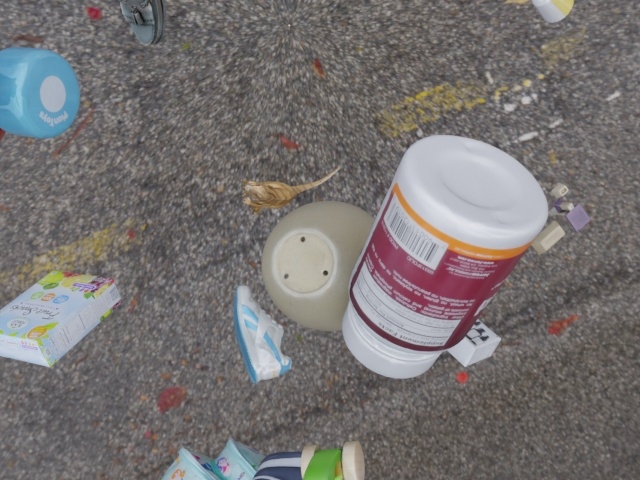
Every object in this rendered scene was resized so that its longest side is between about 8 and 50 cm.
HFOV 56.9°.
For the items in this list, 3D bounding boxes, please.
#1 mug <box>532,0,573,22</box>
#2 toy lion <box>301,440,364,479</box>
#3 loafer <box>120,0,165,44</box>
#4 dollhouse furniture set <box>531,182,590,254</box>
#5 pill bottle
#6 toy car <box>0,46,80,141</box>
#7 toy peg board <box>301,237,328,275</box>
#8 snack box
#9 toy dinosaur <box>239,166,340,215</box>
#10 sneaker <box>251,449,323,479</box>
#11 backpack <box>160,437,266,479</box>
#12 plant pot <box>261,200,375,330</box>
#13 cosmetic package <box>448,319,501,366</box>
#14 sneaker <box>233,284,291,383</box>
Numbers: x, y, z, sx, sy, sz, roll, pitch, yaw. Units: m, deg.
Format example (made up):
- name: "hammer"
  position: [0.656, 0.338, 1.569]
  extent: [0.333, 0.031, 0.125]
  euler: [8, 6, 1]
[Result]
- name: "mug"
  position: [0.433, -0.456, 1.101]
  extent: [0.064, 0.062, 0.078]
  euler: [15, 123, -40]
- name: "toy lion"
  position: [0.005, 0.163, 0.291]
  extent: [0.034, 0.096, 0.100]
  euler: [-9, 92, 13]
- name: "loafer"
  position: [-0.391, -0.537, 1.226]
  extent: [0.096, 0.084, 0.267]
  euler: [9, 123, 14]
- name: "dollhouse furniture set"
  position: [0.423, -0.040, 1.118]
  extent: [0.114, 0.081, 0.091]
  euler: [-41, 103, -4]
- name: "pill bottle"
  position: [0.177, 0.045, 0.969]
  extent: [0.224, 0.224, 0.392]
  euler: [12, 134, -7]
- name: "toy car"
  position: [-0.345, -0.052, 0.463]
  extent: [0.219, 0.210, 0.237]
  euler: [9, 94, 15]
- name: "toy peg board"
  position: [0.000, 0.000, 1.368]
  extent: [0.161, 0.079, 0.160]
  euler: [-21, 73, -9]
- name: "snack box"
  position: [-0.534, 0.148, 1.178]
  extent: [0.175, 0.207, 0.070]
  euler: [4, 124, 25]
- name: "toy dinosaur"
  position: [-0.063, -0.075, 0.964]
  extent: [0.112, 0.211, 0.064]
  euler: [-1, 102, 31]
- name: "sneaker"
  position: [0.026, 0.368, 0.728]
  extent: [0.282, 0.153, 0.099]
  euler: [31, 114, -1]
- name: "backpack"
  position: [-0.136, 0.424, 0.919]
  extent: [0.254, 0.225, 0.191]
  euler: [25, 71, 23]
- name: "plant pot"
  position: [-0.004, 0.050, 1.202]
  extent: [0.284, 0.191, 0.283]
  euler: [-1, 87, 16]
- name: "cosmetic package"
  position: [0.280, 0.173, 1.333]
  extent: [0.099, 0.239, 0.060]
  euler: [-7, 129, -42]
- name: "sneaker"
  position: [-0.134, 0.197, 1.294]
  extent: [0.092, 0.228, 0.087]
  euler: [-11, 149, -19]
